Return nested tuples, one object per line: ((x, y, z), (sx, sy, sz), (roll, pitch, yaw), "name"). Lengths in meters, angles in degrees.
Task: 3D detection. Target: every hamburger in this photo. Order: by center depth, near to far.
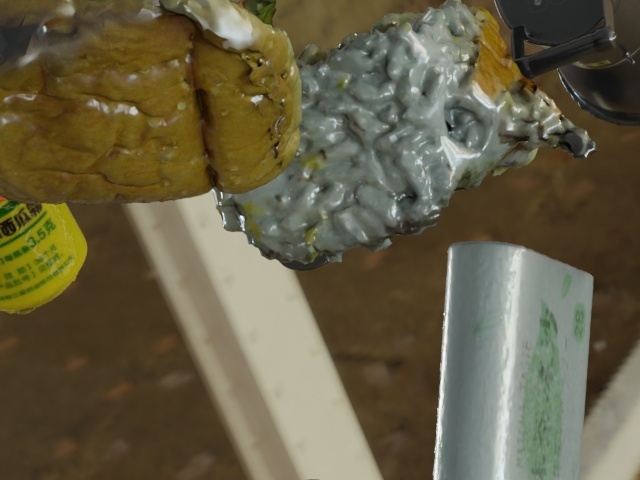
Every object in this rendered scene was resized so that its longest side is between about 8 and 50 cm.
((-0.116, -0.090, 1.096), (0.206, 0.183, 0.130), (6, -129, 8), "hamburger")

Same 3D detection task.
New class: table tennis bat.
((0.000, 0.000, 1.633), (0.083, 0.007, 0.050), (-7, -112, 17), "table tennis bat")

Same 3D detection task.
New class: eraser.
((0.154, 0.127, 1.573), (0.081, 0.227, 0.174), (-1, 168, 32), "eraser")

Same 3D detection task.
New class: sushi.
((0.041, -0.078, 1.331), (0.274, 0.139, 0.184), (-22, -171, 21), "sushi")

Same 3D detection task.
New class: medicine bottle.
((-0.298, -0.064, 1.651), (0.111, 0.309, 0.076), (-33, -139, -10), "medicine bottle")

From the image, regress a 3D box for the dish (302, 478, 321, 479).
((-0.018, 0.267, 1.891), (0.141, 0.141, 0.078), (9, -125, 51), "dish")

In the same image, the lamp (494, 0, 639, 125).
((0.202, -0.185, 1.457), (0.147, 0.172, 0.227), (-18, 164, 25), "lamp")
